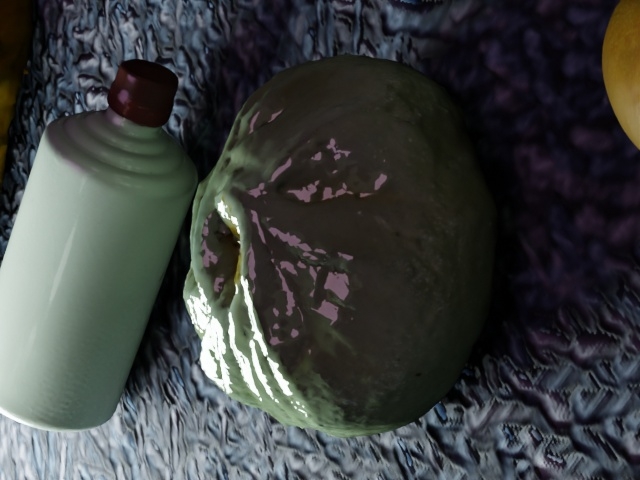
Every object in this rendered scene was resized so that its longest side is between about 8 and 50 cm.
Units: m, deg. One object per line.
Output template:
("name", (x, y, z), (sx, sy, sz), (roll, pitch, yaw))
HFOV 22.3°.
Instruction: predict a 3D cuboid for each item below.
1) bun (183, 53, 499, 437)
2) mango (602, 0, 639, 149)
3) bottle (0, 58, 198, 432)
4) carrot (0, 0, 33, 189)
("bun", (0.000, 0.000, 0.822), (0.195, 0.118, 0.195), (-23, 62, 54))
("mango", (0.163, -0.067, 0.617), (0.184, 0.085, 0.102), (17, 98, 62))
("bottle", (-0.146, -0.001, 1.052), (0.104, 0.104, 0.245), (48, 123, 49))
("carrot", (-0.369, -0.051, 1.279), (0.241, 0.242, 0.340), (32, 112, 54))
